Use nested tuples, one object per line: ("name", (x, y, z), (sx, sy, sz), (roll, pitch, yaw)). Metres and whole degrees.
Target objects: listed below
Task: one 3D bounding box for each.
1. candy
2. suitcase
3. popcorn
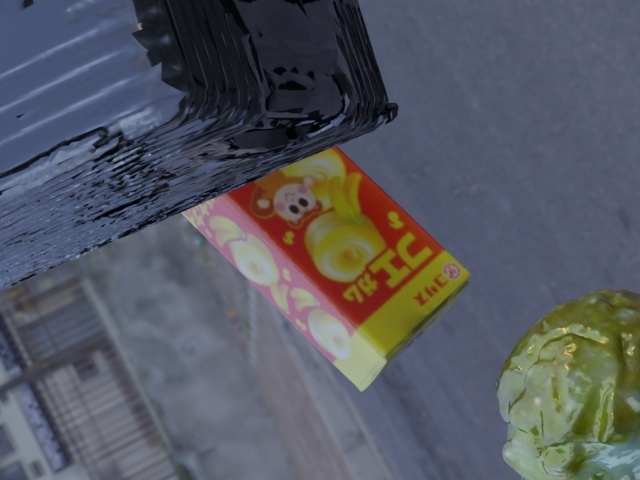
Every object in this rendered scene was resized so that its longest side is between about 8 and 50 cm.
("candy", (0.000, 0.000, 1.375), (0.276, 0.146, 0.088), (43, 146, 9))
("suitcase", (-0.164, -0.051, 0.496), (0.152, 0.335, 0.229), (68, -161, 2))
("popcorn", (0.237, 0.149, 1.096), (0.198, 0.198, 0.212), (82, 163, -61))
